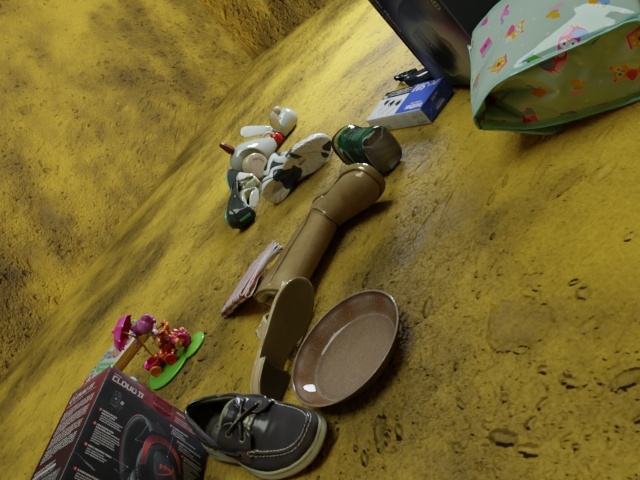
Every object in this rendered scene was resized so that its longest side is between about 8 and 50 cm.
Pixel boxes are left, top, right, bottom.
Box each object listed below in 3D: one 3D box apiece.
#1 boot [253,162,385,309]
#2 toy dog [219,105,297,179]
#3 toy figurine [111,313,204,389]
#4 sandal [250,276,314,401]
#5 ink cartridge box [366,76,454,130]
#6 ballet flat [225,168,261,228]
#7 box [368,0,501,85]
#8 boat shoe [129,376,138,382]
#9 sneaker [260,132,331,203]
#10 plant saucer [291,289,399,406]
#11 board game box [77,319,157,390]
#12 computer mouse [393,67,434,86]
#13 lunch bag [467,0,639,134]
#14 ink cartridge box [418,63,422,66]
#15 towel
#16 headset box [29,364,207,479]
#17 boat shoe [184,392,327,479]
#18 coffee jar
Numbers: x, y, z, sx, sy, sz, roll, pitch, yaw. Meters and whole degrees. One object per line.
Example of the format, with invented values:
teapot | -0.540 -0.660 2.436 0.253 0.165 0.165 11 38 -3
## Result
boot | 0.000 0.000 1.078 0.269 0.089 0.236 -59 12 -29
toy dog | -0.215 -0.331 1.848 0.220 0.161 0.333 -27 30 36
toy figurine | -0.372 0.218 1.240 0.173 0.159 0.130 -39 25 13
sandal | -0.085 0.164 0.952 0.079 0.088 0.240 -17 41 36
ink cartridge box | 0.199 -0.304 1.286 0.097 0.046 0.207 -54 26 -14
ballet flat | -0.218 -0.134 1.646 0.096 0.095 0.280 -28 38 14
box | 0.261 -0.469 1.104 0.183 0.296 0.294 -47 18 1
boat shoe | -0.419 0.354 1.230 0.065 0.083 0.183 -47 -3 -4
sneaker | -0.076 -0.220 1.532 0.235 0.094 0.153 -49 31 18
plant saucer | 0.042 0.161 0.820 0.199 0.036 0.198 -35 26 20
board game box | -0.548 0.315 1.527 0.259 0.039 0.124 -52 25 -20
computer mouse | 0.232 -0.397 1.397 0.071 0.041 0.242 -26 18 2
lunch bag | 0.347 -0.289 0.849 0.262 0.160 0.223 -20 48 36
ink cartridge box | 0.307 -0.533 1.424 0.109 0.062 0.209 -17 31 46
towel | -0.149 0.089 1.202 0.144 0.029 0.197 -58 9 -29
headset box | -0.293 0.348 0.839 0.110 0.218 0.293 -35 27 23
boat shoe | -0.108 0.271 0.816 0.285 0.092 0.103 -15 39 49
coffee jar | 0.095 -0.203 1.231 0.079 0.096 0.184 -46 25 -7
